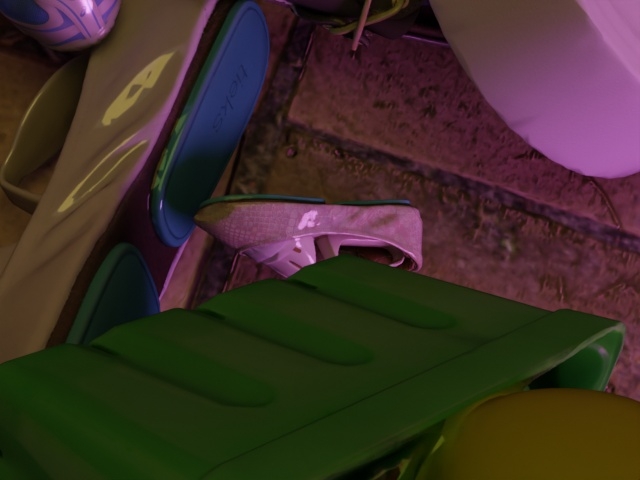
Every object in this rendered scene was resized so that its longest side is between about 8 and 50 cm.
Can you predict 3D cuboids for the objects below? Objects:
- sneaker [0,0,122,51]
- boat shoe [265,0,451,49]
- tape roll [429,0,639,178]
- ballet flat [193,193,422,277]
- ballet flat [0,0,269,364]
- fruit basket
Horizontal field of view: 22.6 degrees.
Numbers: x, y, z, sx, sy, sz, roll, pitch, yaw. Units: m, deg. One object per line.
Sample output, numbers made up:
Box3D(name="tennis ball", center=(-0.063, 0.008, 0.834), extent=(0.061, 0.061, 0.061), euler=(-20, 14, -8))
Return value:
Box3D(name="sneaker", center=(-0.201, -0.205, 1.036), extent=(0.085, 0.086, 0.237), euler=(-33, 45, -13))
Box3D(name="boat shoe", center=(0.048, -0.174, 1.039), extent=(0.305, 0.109, 0.091), euler=(-1, 71, -38))
Box3D(name="tape roll", center=(0.188, -0.188, 1.036), extent=(0.286, 0.100, 0.286), euler=(19, 61, -38))
Box3D(name="ballet flat", center=(0.000, 0.000, 0.995), extent=(0.168, 0.057, 0.052), euler=(0, 75, -35))
Box3D(name="ballet flat", center=(-0.147, 0.002, 0.971), extent=(0.139, 0.139, 0.400), euler=(19, 60, 0))
Box3D(name="fruit basket", center=(0.055, 0.167, 0.749), extent=(0.392, 0.283, 0.392), euler=(16, 23, -7))
